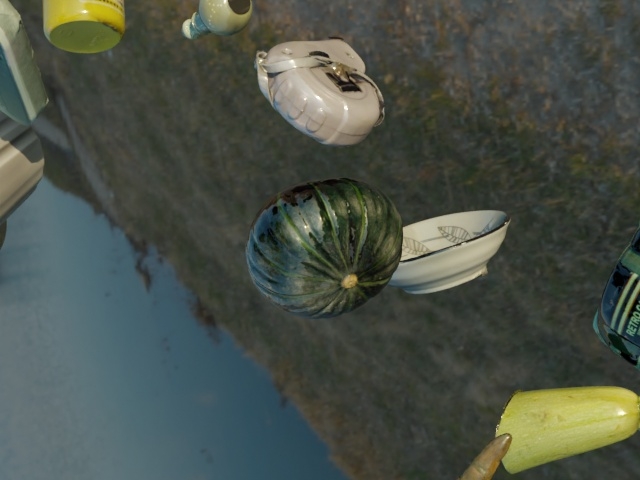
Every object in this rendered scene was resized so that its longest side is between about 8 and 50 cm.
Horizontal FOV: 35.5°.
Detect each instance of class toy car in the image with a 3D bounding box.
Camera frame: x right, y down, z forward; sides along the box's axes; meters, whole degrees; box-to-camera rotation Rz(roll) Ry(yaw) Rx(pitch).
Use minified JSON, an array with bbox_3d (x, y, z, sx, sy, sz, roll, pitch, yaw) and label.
[{"bbox_3d":[0.490,0.061,1.459,0.136,0.125,0.305,42,131,39],"label":"toy car"}]

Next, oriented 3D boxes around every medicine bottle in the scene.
[{"bbox_3d":[-0.364,-0.406,1.529,0.122,0.122,0.212,144,123,-61],"label":"medicine bottle"}]

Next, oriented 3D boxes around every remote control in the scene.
[{"bbox_3d":[-0.348,-0.202,1.063,0.104,0.052,0.247,37,161,7],"label":"remote control"}]

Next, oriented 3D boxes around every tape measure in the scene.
[{"bbox_3d":[0.007,-0.238,1.617,0.197,0.236,0.120,50,124,19],"label":"tape measure"}]

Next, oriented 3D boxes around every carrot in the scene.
[{"bbox_3d":[0.083,0.255,0.818,0.254,0.049,0.049,-57,44,15],"label":"carrot"}]

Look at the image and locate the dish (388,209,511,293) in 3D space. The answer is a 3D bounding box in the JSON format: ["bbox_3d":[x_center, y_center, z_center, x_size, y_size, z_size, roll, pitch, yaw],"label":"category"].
[{"bbox_3d":[0.234,0.035,1.981,0.316,0.316,0.106,4,113,62],"label":"dish"}]

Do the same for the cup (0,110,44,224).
[{"bbox_3d":[-0.466,-0.090,1.210,0.221,0.202,0.167,34,118,-4],"label":"cup"}]

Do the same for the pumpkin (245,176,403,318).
[{"bbox_3d":[0.000,0.000,1.531,0.216,0.250,0.250,57,147,25],"label":"pumpkin"}]

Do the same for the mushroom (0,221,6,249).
[{"bbox_3d":[-0.597,-0.029,1.532,0.207,0.215,0.207,26,131,34],"label":"mushroom"}]

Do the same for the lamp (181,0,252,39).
[{"bbox_3d":[-0.187,-0.382,1.706,0.163,0.091,0.091,-13,89,48],"label":"lamp"}]

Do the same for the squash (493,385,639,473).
[{"bbox_3d":[0.424,0.277,1.617,0.288,0.137,0.137,-21,79,20],"label":"squash"}]
